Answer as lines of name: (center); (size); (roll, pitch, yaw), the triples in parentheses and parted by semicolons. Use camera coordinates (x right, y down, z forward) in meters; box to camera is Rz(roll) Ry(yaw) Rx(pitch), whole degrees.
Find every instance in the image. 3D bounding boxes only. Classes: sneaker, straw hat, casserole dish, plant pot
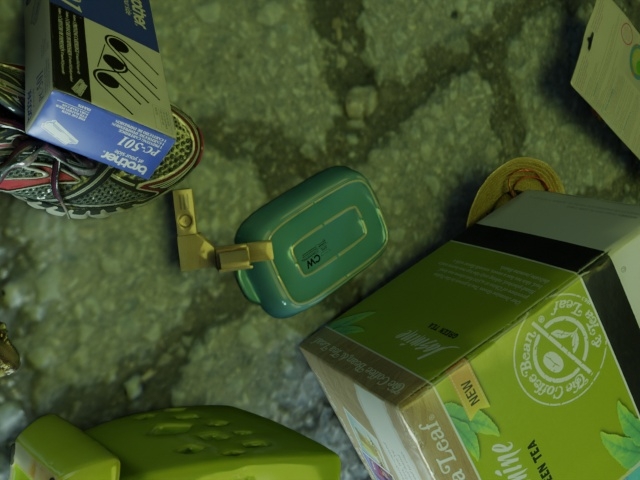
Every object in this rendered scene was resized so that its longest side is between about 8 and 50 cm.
sneaker: (-0.225, -0.077, 0.723); (0.299, 0.112, 0.120); (0, 91, -36)
straw hat: (0.207, -0.026, 1.052); (0.145, 0.061, 0.144); (-6, 104, -24)
casserole dish: (0.000, 0.000, 0.927); (0.188, 0.037, 0.114); (-33, 108, -29)
plant pot: (-0.134, 0.251, 0.728); (0.207, 0.228, 0.227); (9, 86, -29)

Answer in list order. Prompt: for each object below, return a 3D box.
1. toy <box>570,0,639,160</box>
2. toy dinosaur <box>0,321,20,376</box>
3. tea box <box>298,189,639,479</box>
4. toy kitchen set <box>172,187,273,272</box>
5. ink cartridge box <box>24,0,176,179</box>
toy: (0.377, -0.188, 1.177); (0.237, 0.056, 0.136); (32, 69, -34)
toy dinosaur: (-0.351, 0.036, 0.672); (0.268, 0.064, 0.118); (45, 63, -21)
tea box: (0.213, 0.172, 0.933); (0.324, 0.220, 0.329); (-34, 110, -15)
toy kitchen set: (-0.086, -0.012, 0.828); (0.083, 0.068, 0.075); (-7, 95, -9)
ink cartridge box: (-0.174, -0.142, 0.718); (0.097, 0.207, 0.046); (21, 123, -33)
